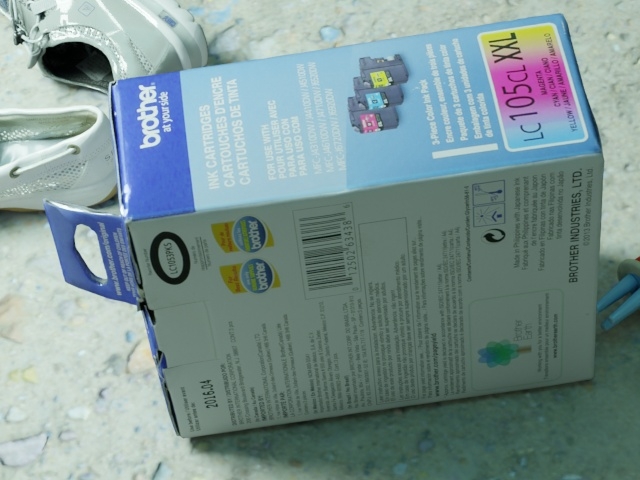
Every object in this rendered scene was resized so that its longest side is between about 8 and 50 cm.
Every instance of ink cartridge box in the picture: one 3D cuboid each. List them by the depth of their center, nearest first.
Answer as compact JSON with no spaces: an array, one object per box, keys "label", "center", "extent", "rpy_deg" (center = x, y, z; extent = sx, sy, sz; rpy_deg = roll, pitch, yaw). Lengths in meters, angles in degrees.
[{"label":"ink cartridge box","center":[0.000,0.000,1.380],"extent":[0.395,0.270,0.151],"rpy_deg":[-9,49,-2]}]

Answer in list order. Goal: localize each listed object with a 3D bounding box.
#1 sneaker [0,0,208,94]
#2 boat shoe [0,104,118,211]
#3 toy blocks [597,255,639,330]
[{"label":"sneaker","center":[-0.241,-0.206,1.678],"extent":[0.281,0.105,0.115],"rpy_deg":[28,59,25]},{"label":"boat shoe","center":[-0.308,-0.074,1.584],"extent":[0.277,0.096,0.098],"rpy_deg":[-10,51,-1]},{"label":"toy blocks","center":[0.297,0.041,1.454],"extent":[0.148,0.054,0.123],"rpy_deg":[-36,56,-21]}]
